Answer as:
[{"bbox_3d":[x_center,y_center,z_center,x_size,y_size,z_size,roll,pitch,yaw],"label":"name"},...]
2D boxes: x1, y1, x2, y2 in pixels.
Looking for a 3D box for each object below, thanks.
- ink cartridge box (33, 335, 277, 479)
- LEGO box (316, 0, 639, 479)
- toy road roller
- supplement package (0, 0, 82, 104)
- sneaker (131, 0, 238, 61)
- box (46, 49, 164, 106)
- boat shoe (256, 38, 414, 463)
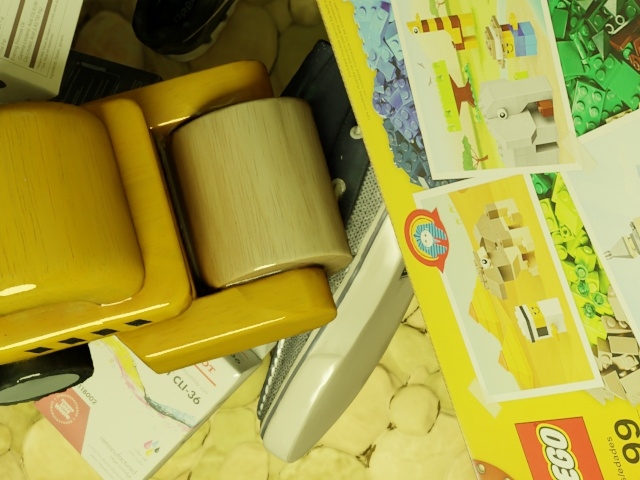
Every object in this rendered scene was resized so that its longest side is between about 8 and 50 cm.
[{"bbox_3d":[-0.133,0.107,1.677,0.115,0.067,0.198,45,107,6],"label":"ink cartridge box"},{"bbox_3d":[0.229,-0.073,1.361,0.372,0.193,0.500,-13,98,48],"label":"LEGO box"},{"bbox_3d":[-0.151,-0.015,1.433,0.329,0.240,0.202,-15,78,-2],"label":"toy road roller"},{"bbox_3d":[-0.293,-0.199,1.510,0.145,0.262,0.204,22,71,-27],"label":"supplement package"},{"bbox_3d":[-0.080,-0.243,1.590,0.078,0.106,0.234,35,106,8],"label":"sneaker"},{"bbox_3d":[-0.247,-0.050,1.628,0.183,0.059,0.233,17,72,20],"label":"box"},{"bbox_3d":[0.000,0.000,1.606,0.158,0.127,0.340,30,97,16],"label":"boat shoe"}]
